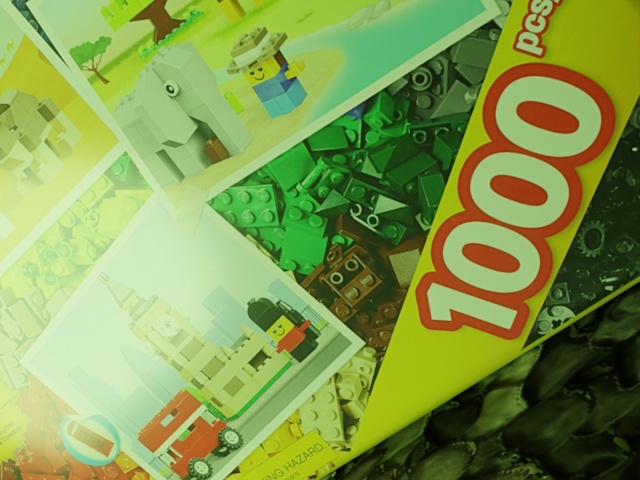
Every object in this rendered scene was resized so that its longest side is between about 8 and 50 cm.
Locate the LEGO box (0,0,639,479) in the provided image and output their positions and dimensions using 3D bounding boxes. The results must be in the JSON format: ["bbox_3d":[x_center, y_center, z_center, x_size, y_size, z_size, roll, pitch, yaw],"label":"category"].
[{"bbox_3d":[-0.065,-0.050,0.523,0.500,0.372,0.193,-38,6,22],"label":"LEGO box"}]
